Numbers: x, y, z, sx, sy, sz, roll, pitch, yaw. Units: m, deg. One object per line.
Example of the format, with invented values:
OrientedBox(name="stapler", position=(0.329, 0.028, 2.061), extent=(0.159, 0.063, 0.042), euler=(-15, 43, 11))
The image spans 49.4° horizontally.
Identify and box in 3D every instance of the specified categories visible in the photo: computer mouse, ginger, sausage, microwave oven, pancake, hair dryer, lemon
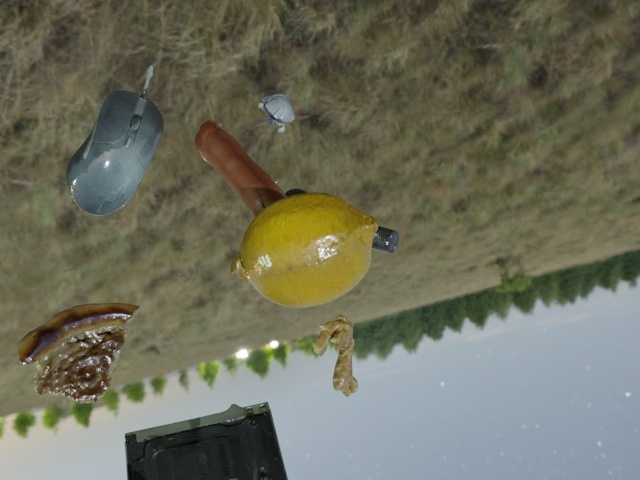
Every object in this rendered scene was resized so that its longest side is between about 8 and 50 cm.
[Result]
OrientedBox(name="computer mouse", position=(-0.454, -0.234, 1.604), extent=(0.167, 0.379, 0.090), euler=(24, 173, -33))
OrientedBox(name="ginger", position=(0.052, 0.278, 1.698), extent=(0.053, 0.176, 0.193), euler=(8, 160, 42))
OrientedBox(name="sausage", position=(-0.164, -0.133, 1.543), extent=(0.094, 0.419, 0.094), euler=(-49, 140, 10))
OrientedBox(name="microwave oven", position=(-0.263, 0.565, 1.646), extent=(0.355, 0.286, 0.218), euler=(-10, 134, -11))
OrientedBox(name="pancake", position=(-0.536, 0.225, 1.521), extent=(0.212, 0.257, 0.056), euler=(25, 151, -17))
OrientedBox(name="hair dryer", position=(-0.013, -0.018, 1.709), extent=(0.320, 0.155, 0.284), euler=(18, -160, 40))
OrientedBox(name="lemon", position=(-0.026, 0.015, 1.139), extent=(0.257, 0.188, 0.188), euler=(-17, 173, 13))

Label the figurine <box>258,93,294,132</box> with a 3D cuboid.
OrientedBox(name="figurine", position=(-0.113, -0.326, 1.757), extent=(0.094, 0.086, 0.082), euler=(20, 150, -26))
